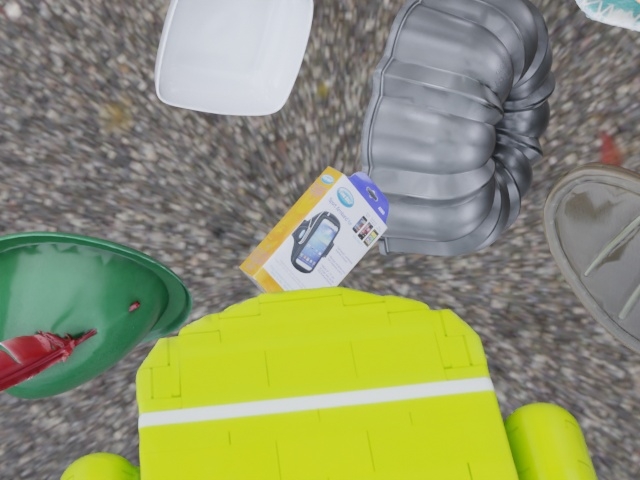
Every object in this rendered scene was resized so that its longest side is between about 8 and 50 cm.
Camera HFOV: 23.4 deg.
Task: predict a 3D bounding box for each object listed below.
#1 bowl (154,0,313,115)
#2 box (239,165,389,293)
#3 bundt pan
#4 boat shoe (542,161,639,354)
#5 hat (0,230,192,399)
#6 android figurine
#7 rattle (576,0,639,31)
[{"bbox_3d":[-0.086,-0.194,1.466,0.142,0.053,0.142,5,120,-25],"label":"bowl"},{"bbox_3d":[0.000,0.000,1.348,0.136,0.028,0.081,-50,131,-10],"label":"box"},{"bbox_3d":[0.166,-0.128,1.696,0.124,0.331,0.331,15,89,22],"label":"bundt pan"},{"bbox_3d":[0.290,0.042,1.124,0.307,0.104,0.111,36,112,-5],"label":"boat shoe"},{"bbox_3d":[-0.205,0.110,1.150,0.208,0.173,0.184,15,56,-18],"label":"hat"},{"bbox_3d":[0.003,0.116,0.695,0.248,0.273,0.056,-7,129,-5],"label":"android figurine"},{"bbox_3d":[0.183,-0.055,0.445,0.199,0.130,0.143,-30,117,-19],"label":"rattle"}]
